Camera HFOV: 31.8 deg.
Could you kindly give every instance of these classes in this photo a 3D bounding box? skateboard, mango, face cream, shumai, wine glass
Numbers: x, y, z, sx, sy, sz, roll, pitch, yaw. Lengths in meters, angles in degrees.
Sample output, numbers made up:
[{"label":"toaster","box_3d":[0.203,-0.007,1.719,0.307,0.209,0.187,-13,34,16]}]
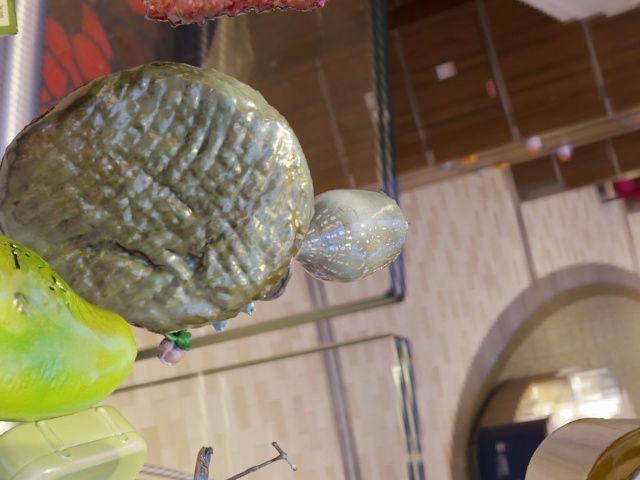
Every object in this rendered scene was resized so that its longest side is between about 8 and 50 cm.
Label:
[{"label":"skateboard","box_3d":[-0.060,0.166,0.848,0.032,0.083,0.064,57,18,-25]},{"label":"mango","box_3d":[-0.217,0.058,0.751,0.233,0.111,0.125,12,94,-52]},{"label":"face cream","box_3d":[0.177,0.148,0.610,0.349,0.105,0.105,58,22,-80]},{"label":"shumai","box_3d":[-0.132,-0.045,0.986,0.203,0.271,0.222,-35,138,-79]},{"label":"wine glass","box_3d":[0.000,0.000,1.424,0.241,0.126,0.126,-14,89,-47]}]

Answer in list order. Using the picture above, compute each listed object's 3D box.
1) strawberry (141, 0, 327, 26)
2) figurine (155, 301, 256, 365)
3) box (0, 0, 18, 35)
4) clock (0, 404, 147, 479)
[{"label":"strawberry","box_3d":[-0.027,-0.269,0.856,0.188,0.286,0.106,59,34,-9]},{"label":"figurine","box_3d":[-0.145,0.063,1.235,0.178,0.114,0.144,30,24,-44]},{"label":"box","box_3d":[-0.477,-0.338,1.357,0.148,0.177,0.195,-11,104,-38]},{"label":"clock","box_3d":[-0.271,0.256,1.024,0.069,0.232,0.170,44,20,20]}]
